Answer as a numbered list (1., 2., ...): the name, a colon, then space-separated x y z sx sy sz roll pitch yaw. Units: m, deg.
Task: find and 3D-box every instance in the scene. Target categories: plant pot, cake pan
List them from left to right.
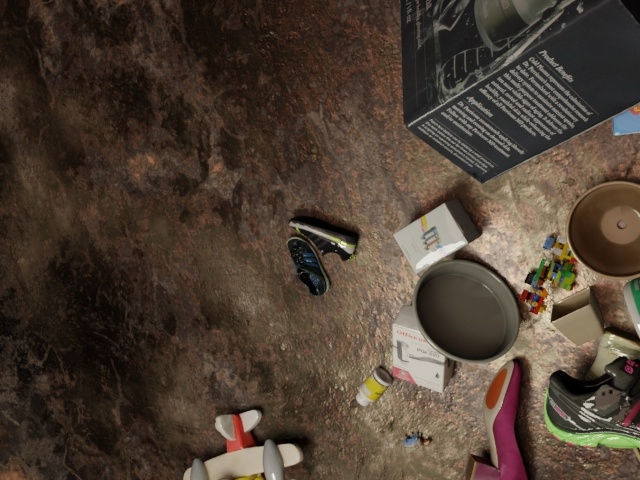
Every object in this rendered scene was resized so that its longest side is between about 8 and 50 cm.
1. cake pan: 0.376 0.191 1.828 0.293 0.293 0.054 45 152 13
2. plant pot: 0.658 0.199 1.760 0.109 0.109 0.096 -34 96 29
3. plant pot: 0.719 -0.031 1.674 0.237 0.109 0.238 6 103 26

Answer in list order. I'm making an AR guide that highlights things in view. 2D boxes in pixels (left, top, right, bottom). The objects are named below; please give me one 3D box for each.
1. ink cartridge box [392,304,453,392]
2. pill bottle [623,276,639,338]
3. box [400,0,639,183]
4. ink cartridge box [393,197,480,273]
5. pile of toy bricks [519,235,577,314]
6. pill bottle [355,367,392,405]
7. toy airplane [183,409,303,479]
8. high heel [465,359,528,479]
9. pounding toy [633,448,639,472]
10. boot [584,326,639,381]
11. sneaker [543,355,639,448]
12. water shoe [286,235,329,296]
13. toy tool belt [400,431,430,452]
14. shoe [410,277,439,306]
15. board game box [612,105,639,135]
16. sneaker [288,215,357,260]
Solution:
1. ink cartridge box: 0.287 0.300 1.934 0.158 0.092 0.218 15 130 24
2. pill bottle: 0.895 0.126 1.557 0.361 0.204 0.204 -26 87 29
3. box: 0.434 -0.459 1.473 0.471 0.297 0.480 -27 47 39
4. ink cartridge box: 0.316 -0.015 1.881 0.176 0.128 0.127 -32 84 28
5. pile of toy bricks: 0.604 0.094 1.779 0.105 0.118 0.212 21 94 -6
6. pill bottle: 0.157 0.443 2.092 0.065 0.065 0.116 44 117 14
7. toy airplane: -0.263 0.746 2.256 0.384 0.272 0.386 28 112 21
8. high heel: 0.531 0.516 1.909 0.181 0.127 0.378 14 104 -5
9. pounding toy: 0.840 0.512 1.725 0.181 0.094 0.206 19 108 24
10. boot: 0.783 0.330 1.731 0.213 0.077 0.165 25 110 27
11. sneaker: 0.750 0.371 1.608 0.482 0.185 0.203 -9 92 31
12. water shoe: -0.044 0.076 2.118 0.073 0.080 0.203 -39 81 28
13. toy tool belt: 0.280 0.593 2.064 0.083 0.052 0.051 -29 94 29
14. shoe: 0.295 0.182 1.974 0.076 0.058 0.219 12 120 0
15. board game box: 0.794 -0.289 1.474 0.308 0.302 0.086 -4 98 28
16. sneaker: 0.000 0.000 2.078 0.234 0.084 0.097 21 110 23
